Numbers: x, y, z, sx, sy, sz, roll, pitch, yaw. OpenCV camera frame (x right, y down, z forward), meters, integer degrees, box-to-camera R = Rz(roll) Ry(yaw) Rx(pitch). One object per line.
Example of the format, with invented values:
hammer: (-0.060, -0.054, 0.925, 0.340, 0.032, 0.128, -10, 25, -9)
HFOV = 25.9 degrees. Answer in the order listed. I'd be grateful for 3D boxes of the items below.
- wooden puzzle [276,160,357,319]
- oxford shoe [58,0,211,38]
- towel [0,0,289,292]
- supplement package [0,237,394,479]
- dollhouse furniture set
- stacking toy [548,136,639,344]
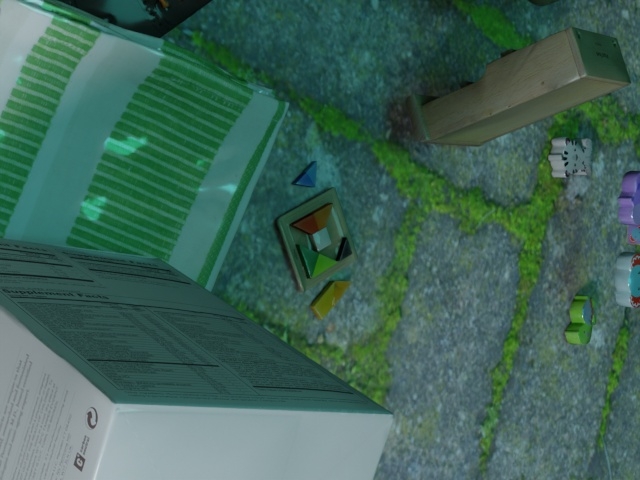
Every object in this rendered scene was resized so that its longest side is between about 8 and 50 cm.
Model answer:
wooden puzzle: (0.000, 0.000, 1.157, 0.078, 0.014, 0.116, -40, 116, -34)
oxford shoe: (-0.114, -0.199, 0.993, 0.271, 0.098, 0.097, -50, 122, -29)
towel: (-0.187, -0.039, 0.929, 0.325, 0.038, 0.248, 18, 97, -41)
supplement package: (-0.134, 0.134, 0.840, 0.198, 0.263, 0.199, 8, 105, -42)
dollhouse furniture set: (0.144, -0.222, 1.208, 0.212, 0.161, 0.242, -2, 73, -56)
stacking toy: (0.300, 0.000, 1.325, 0.052, 0.167, 0.221, -4, 94, -42)
